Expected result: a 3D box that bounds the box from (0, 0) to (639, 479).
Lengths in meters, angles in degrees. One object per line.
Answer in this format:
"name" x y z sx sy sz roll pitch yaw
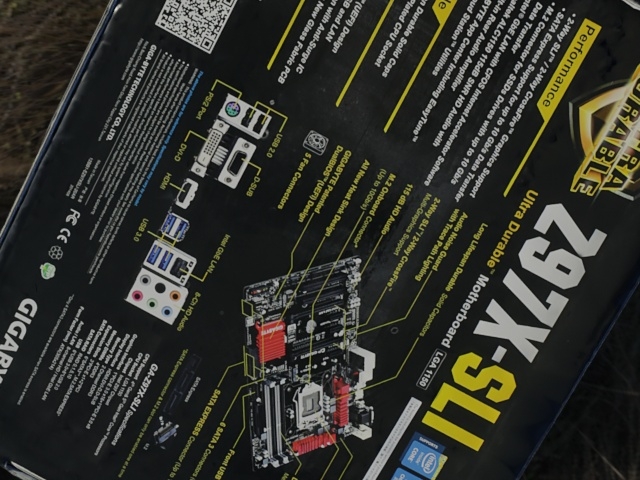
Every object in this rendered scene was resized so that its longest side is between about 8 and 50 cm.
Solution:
"box" 0.000 0.000 0.461 0.257 0.079 0.322 27 100 -2
